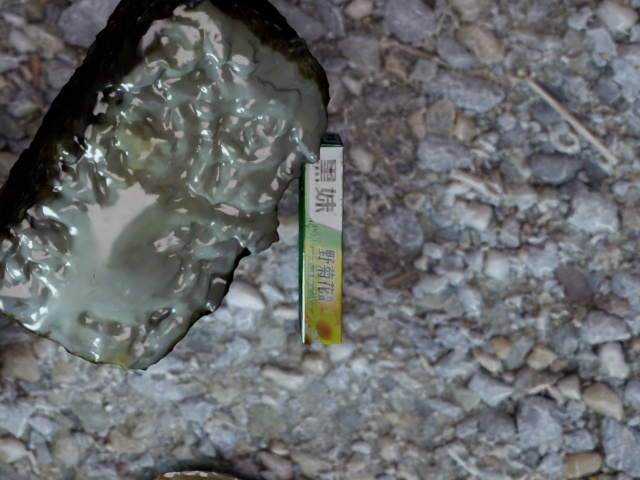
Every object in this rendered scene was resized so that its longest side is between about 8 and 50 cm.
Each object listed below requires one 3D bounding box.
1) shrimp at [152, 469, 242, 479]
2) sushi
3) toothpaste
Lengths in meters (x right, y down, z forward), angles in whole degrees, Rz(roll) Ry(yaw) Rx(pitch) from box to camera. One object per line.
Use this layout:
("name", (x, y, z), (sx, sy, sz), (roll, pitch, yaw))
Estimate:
("shrimp", (-0.161, 0.275, 1.185), (0.317, 0.077, 0.168), (15, 97, -12))
("sushi", (-0.131, -0.048, 1.022), (0.196, 0.182, 0.343), (31, 105, -17))
("toothpaste", (0.000, 0.000, 1.110), (0.037, 0.043, 0.178), (0, 108, -3))
